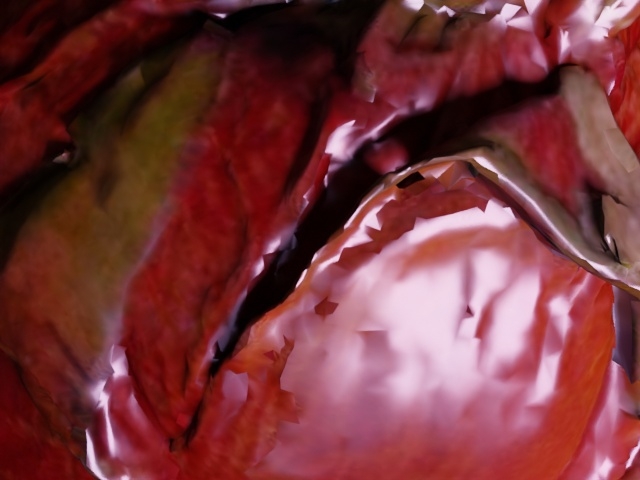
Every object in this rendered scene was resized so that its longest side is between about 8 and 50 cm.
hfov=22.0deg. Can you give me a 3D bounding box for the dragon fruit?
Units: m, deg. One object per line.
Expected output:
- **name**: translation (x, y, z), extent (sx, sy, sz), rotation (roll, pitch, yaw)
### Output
- **dragon fruit**: translation (0.000, 0.000, 0.498), extent (0.277, 0.277, 0.342), rotation (-10, 146, 3)
